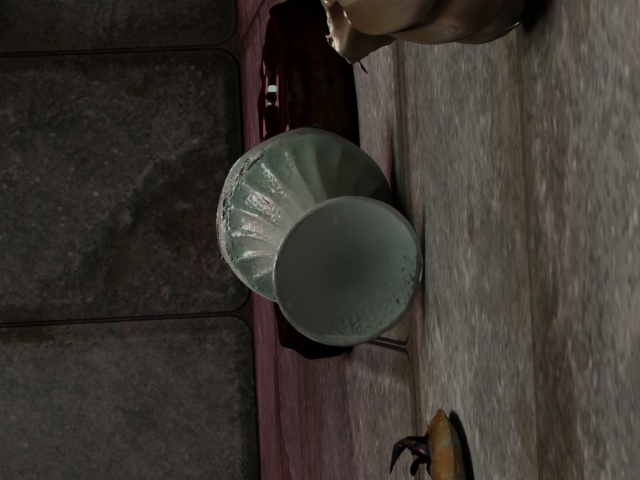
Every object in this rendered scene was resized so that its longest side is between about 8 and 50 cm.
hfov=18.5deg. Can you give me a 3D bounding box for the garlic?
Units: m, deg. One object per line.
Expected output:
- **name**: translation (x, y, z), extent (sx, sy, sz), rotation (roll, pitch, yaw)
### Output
- **garlic**: translation (0.079, -0.185, 1.133), extent (0.194, 0.127, 0.131), rotation (-34, 75, 53)

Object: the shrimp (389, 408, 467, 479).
- **shrimp**: translation (0.081, 0.230, 1.521), extent (0.152, 0.046, 0.219), rotation (-104, 17, -58)

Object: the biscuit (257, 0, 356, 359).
- **biscuit**: translation (-0.022, -0.071, 2.179), extent (0.407, 0.091, 0.408), rotation (176, 90, -84)

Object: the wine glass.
- **wine glass**: translation (0.000, 0.000, 1.689), extent (0.196, 0.164, 0.165), rotation (-123, 31, -72)
